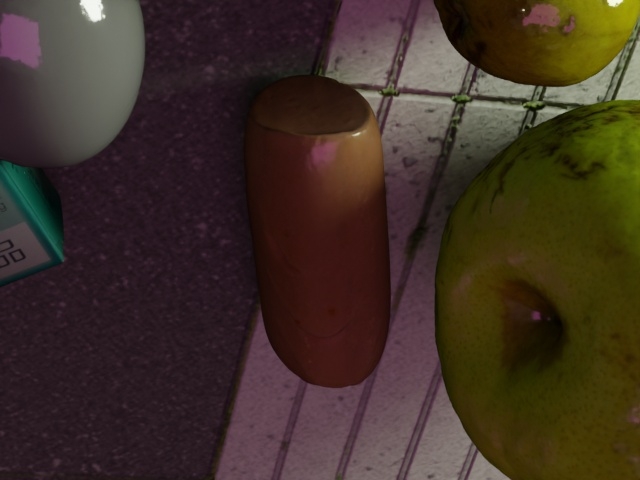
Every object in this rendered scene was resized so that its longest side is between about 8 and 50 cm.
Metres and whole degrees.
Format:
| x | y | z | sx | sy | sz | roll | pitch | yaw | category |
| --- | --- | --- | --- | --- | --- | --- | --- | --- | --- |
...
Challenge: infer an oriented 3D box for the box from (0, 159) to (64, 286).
| x | y | z | sx | sy | sz | roll | pitch | yaw | category |
| --- | --- | --- | --- | --- | --- | --- | --- | --- | --- |
| -0.355 | -0.017 | 1.558 | 0.244 | 0.092 | 0.153 | -20 | 132 | 7 | box |

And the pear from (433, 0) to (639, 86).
| x | y | z | sx | sy | sz | roll | pitch | yaw | category |
| --- | --- | --- | --- | --- | --- | --- | --- | --- | --- |
| 0.171 | -0.191 | 1.471 | 0.162 | 0.149 | 0.149 | -8 | 133 | -21 | pear |

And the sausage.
| x | y | z | sx | sy | sz | roll | pitch | yaw | category |
| --- | --- | --- | --- | --- | --- | --- | --- | --- | --- |
| 0.000 | 0.001 | 1.625 | 0.121 | 0.121 | 0.304 | -8 | 132 | -4 | sausage |

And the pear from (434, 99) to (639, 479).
| x | y | z | sx | sy | sz | roll | pitch | yaw | category |
| --- | --- | --- | --- | --- | --- | --- | --- | --- | --- |
| 0.294 | 0.060 | 1.595 | 0.391 | 0.391 | 0.391 | -6 | 132 | -6 | pear |

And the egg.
| x | y | z | sx | sy | sz | roll | pitch | yaw | category |
| --- | --- | --- | --- | --- | --- | --- | --- | --- | --- |
| -0.220 | -0.154 | 1.409 | 0.176 | 0.176 | 0.232 | -13 | 140 | 0 | egg |
